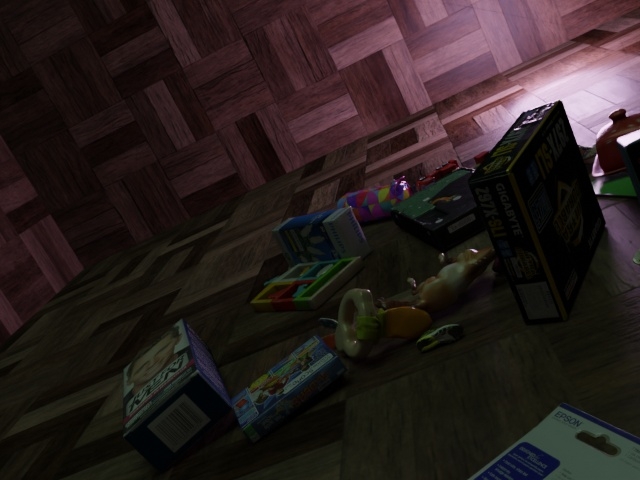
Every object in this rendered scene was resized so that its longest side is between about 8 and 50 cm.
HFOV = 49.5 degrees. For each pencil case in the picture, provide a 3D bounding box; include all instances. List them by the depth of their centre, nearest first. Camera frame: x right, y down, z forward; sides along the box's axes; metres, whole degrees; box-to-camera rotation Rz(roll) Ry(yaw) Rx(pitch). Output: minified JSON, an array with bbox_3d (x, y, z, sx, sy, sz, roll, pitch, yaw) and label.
[{"bbox_3d":[0.157,-0.108,1.967,0.236,0.104,0.104,-14,20,42],"label":"pencil case"}]

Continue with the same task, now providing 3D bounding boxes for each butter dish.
[{"bbox_3d":[0.640,-0.219,1.455,0.159,0.118,0.160,-16,18,34],"label":"butter dish"}]

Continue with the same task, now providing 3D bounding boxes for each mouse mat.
[{"bbox_3d":[0.632,-0.127,1.403,0.152,0.007,0.189,-31,15,-14],"label":"mouse mat"}]

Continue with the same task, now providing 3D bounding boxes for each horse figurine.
[{"bbox_3d":[0.231,0.070,1.286,0.263,0.066,0.174,-35,10,-11],"label":"horse figurine"}]

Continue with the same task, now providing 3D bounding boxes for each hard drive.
[{"bbox_3d":[0.321,-0.085,1.678,0.236,0.064,0.339,-29,16,-6],"label":"hard drive"}]

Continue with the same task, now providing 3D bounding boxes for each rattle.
[{"bbox_3d":[0.089,0.160,1.282,0.142,0.130,0.200,-15,-22,-25],"label":"rattle"}]

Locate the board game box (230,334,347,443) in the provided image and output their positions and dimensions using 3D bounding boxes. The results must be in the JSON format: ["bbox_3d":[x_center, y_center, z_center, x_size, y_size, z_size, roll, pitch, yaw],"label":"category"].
[{"bbox_3d":[-0.060,0.256,1.218,0.201,0.035,0.136,-36,16,-7],"label":"board game box"}]

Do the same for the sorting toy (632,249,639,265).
[{"bbox_3d":[0.522,0.015,1.063,0.075,0.045,0.083,-36,17,-6],"label":"sorting toy"}]

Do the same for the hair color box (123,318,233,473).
[{"bbox_3d":[-0.290,0.287,1.358,0.174,0.105,0.347,-41,17,-6],"label":"hair color box"}]

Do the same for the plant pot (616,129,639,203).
[{"bbox_3d":[0.608,-0.134,1.186,0.165,0.166,0.234,-22,9,18],"label":"plant pot"}]

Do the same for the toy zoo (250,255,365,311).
[{"bbox_3d":[-0.049,0.111,1.724,0.293,0.030,0.192,-9,24,50],"label":"toy zoo"}]

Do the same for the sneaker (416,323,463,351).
[{"bbox_3d":[0.198,0.156,1.159,0.083,0.031,0.035,-23,15,15],"label":"sneaker"}]

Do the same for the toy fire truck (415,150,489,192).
[{"bbox_3d":[0.376,-0.187,1.950,0.192,0.047,0.135,-32,17,-16],"label":"toy fire truck"}]

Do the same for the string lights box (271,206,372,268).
[{"bbox_3d":[0.000,0.000,1.807,0.076,0.133,0.259,-38,18,-36],"label":"string lights box"}]

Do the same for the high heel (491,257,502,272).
[{"bbox_3d":[0.423,-0.015,1.321,0.244,0.117,0.082,-49,-21,-27],"label":"high heel"}]

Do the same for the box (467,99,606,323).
[{"bbox_3d":[0.369,-0.058,1.145,0.079,0.257,0.322,-15,19,39],"label":"box"}]

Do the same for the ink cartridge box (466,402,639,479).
[{"bbox_3d":[0.179,0.298,0.670,0.332,0.065,0.165,-33,16,-14],"label":"ink cartridge box"}]

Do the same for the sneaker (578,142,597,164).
[{"bbox_3d":[0.599,-0.200,1.598,0.135,0.058,0.052,-32,16,-19],"label":"sneaker"}]
